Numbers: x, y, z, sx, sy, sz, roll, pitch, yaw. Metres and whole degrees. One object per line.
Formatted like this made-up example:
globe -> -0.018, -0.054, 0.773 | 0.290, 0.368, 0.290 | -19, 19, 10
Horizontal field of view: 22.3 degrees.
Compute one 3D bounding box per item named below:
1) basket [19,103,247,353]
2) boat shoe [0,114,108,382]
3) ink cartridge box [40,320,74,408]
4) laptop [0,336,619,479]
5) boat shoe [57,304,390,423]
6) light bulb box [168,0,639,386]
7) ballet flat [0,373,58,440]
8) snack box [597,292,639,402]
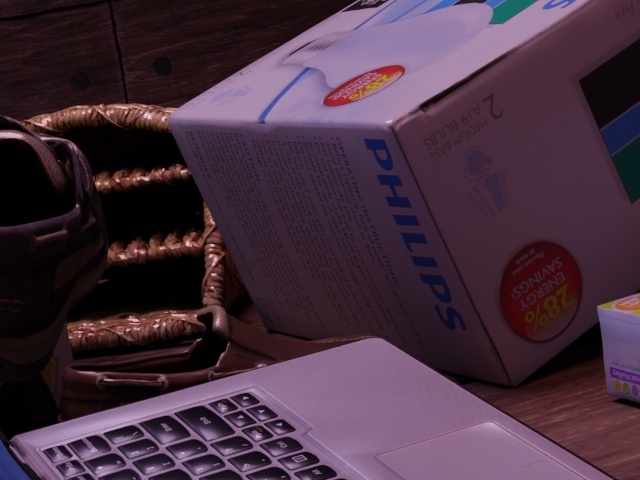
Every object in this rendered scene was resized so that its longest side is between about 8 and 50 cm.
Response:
basket -> -0.225, -0.018, 1.539 | 0.299, 0.213, 0.223 | -7, 10, 12
boat shoe -> -0.218, -0.023, 1.221 | 0.132, 0.130, 0.355 | 13, 22, -9
ink cartridge box -> -0.250, 0.088, 1.280 | 0.062, 0.109, 0.209 | -3, 12, 30
laptop -> -0.058, 0.058, 0.772 | 0.408, 0.236, 0.382 | -14, 21, -25
boat shoe -> -0.058, 0.091, 1.126 | 0.257, 0.095, 0.095 | -15, 12, -29
light bulb box -> 0.130, -0.086, 1.337 | 0.358, 0.225, 0.361 | -34, 20, -24
ballet flat -> -0.303, 0.137, 1.096 | 0.095, 0.096, 0.280 | 3, 16, 42
snack box -> 0.314, 0.059, 1.050 | 0.207, 0.070, 0.174 | -13, 11, -25
